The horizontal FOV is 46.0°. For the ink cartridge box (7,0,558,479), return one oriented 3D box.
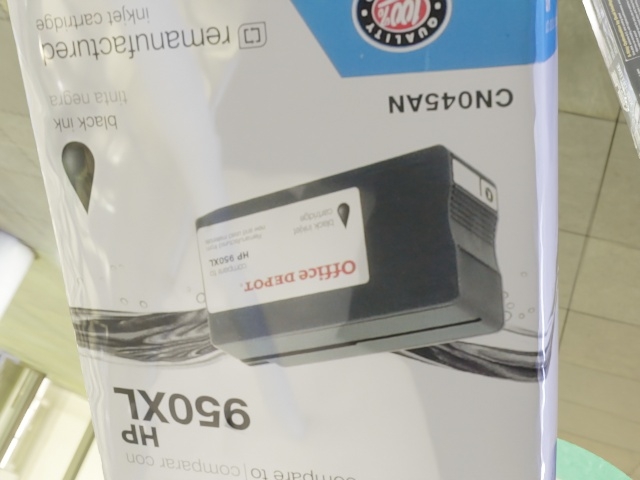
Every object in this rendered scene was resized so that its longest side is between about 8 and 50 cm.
[{"bbox_3d":[0.000,0.000,0.474,0.285,0.395,0.166,0,-163,19],"label":"ink cartridge box"}]

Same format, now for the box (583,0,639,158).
[{"bbox_3d":[0.487,-0.279,0.961,0.242,0.307,0.076,-18,170,8],"label":"box"}]

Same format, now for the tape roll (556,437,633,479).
[{"bbox_3d":[0.162,0.322,0.653,0.321,0.321,0.077,13,141,20],"label":"tape roll"}]
